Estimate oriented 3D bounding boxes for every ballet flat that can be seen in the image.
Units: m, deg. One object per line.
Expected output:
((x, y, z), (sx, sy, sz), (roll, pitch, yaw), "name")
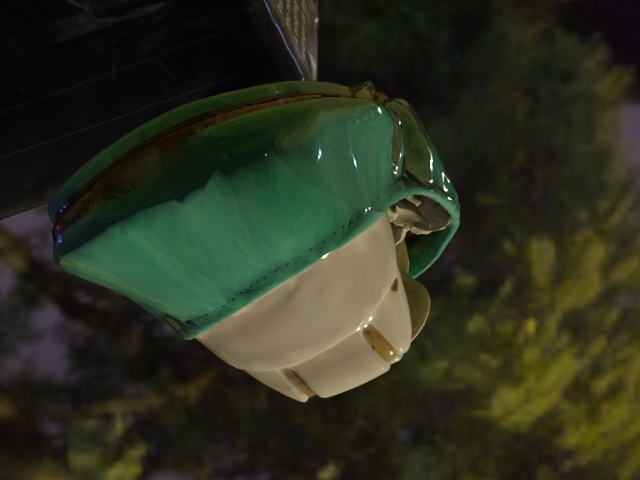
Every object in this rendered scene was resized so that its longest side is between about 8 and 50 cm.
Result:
((0.000, 0.000, 0.531), (0.083, 0.087, 0.247), (-31, 179, 14), "ballet flat")

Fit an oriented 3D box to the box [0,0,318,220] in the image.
((-0.305, -0.246, 0.959), (0.480, 0.471, 0.297), (-18, -143, 13), "box")
